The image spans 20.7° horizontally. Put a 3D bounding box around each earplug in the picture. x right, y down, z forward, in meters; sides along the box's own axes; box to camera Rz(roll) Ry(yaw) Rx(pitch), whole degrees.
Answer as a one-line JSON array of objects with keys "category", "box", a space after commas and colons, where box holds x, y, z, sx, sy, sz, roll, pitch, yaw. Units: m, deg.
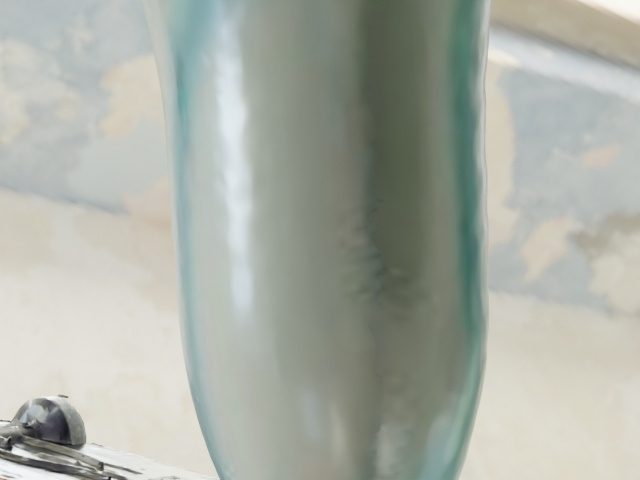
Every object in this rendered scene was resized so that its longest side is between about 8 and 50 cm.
[{"category": "earplug", "box": [0.000, 0.000, 0.811, 0.185, 0.324, 0.185, -1, 174, 0]}]

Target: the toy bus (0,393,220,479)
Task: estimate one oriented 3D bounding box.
[{"category": "toy bus", "box": [-0.138, 0.195, 1.103, 0.329, 0.153, 0.143, 10, -174, 34]}]
